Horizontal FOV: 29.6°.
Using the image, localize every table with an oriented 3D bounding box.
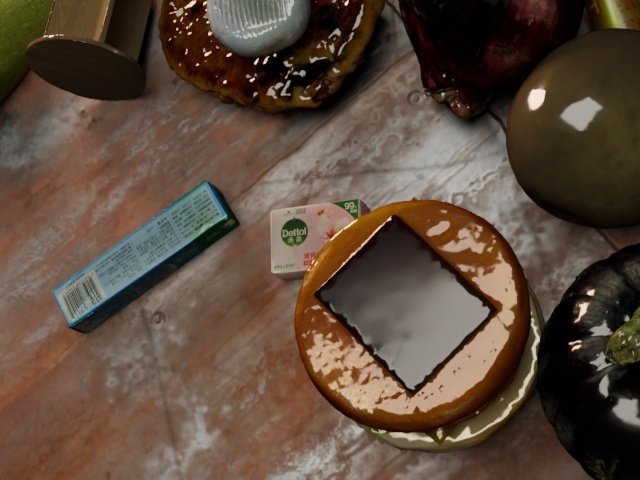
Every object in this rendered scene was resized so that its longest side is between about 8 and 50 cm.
[{"bbox_3d":[-0.306,-0.336,1.706,0.167,0.167,0.226,1,67,20],"label":"table"}]

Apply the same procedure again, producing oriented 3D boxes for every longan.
[{"bbox_3d":[0.313,-0.121,1.350,0.246,0.246,0.215,-53,40,0],"label":"longan"}]

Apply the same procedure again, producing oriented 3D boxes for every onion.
[{"bbox_3d":[0.209,-0.284,1.436,0.221,0.281,0.281,20,82,-10],"label":"onion"}]

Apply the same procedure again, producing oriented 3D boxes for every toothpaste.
[{"bbox_3d":[-0.236,0.025,1.628,0.267,0.050,0.065,-35,66,8],"label":"toothpaste"}]

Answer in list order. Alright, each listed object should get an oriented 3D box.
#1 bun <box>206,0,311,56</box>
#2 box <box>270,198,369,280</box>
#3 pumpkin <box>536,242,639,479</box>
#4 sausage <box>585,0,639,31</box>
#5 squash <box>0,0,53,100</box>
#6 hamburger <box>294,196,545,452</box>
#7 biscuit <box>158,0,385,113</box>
[{"bbox_3d":[-0.077,-0.299,1.555,0.141,0.083,0.141,-3,77,15],"label":"bun"},{"bbox_3d":[0.000,0.000,1.552,0.125,0.043,0.089,-8,73,18],"label":"box"},{"bbox_3d":[0.368,0.122,1.259,0.296,0.296,0.296,-5,74,19],"label":"pumpkin"},{"bbox_3d":[0.351,-0.342,1.503,0.082,0.082,0.371,-15,72,16],"label":"sausage"},{"bbox_3d":[-0.496,-0.314,1.831,0.189,0.189,0.260,21,48,24],"label":"squash"},{"bbox_3d":[0.115,0.102,1.384,0.291,0.225,0.291,-5,74,17],"label":"hamburger"},{"bbox_3d":[-0.065,-0.313,1.642,0.334,0.081,0.289,31,88,28],"label":"biscuit"}]
